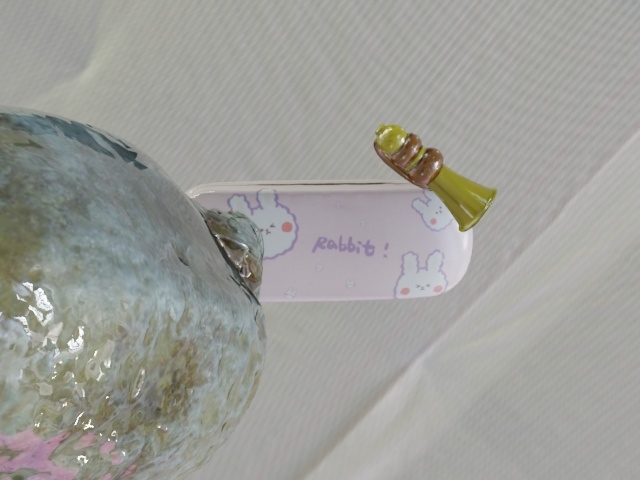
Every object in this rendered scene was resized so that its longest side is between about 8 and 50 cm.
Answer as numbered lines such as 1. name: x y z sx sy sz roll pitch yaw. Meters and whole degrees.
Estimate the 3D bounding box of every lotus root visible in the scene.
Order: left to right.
1. lotus root: -0.128 0.031 0.647 0.175 0.349 0.175 -3 -99 20

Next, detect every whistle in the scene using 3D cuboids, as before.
1. whistle: 0.087 -0.058 1.257 0.109 0.057 0.046 39 -78 -5

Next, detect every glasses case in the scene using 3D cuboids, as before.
1. glasses case: 0.000 0.000 1.505 0.297 0.075 0.113 -2 -76 -9
